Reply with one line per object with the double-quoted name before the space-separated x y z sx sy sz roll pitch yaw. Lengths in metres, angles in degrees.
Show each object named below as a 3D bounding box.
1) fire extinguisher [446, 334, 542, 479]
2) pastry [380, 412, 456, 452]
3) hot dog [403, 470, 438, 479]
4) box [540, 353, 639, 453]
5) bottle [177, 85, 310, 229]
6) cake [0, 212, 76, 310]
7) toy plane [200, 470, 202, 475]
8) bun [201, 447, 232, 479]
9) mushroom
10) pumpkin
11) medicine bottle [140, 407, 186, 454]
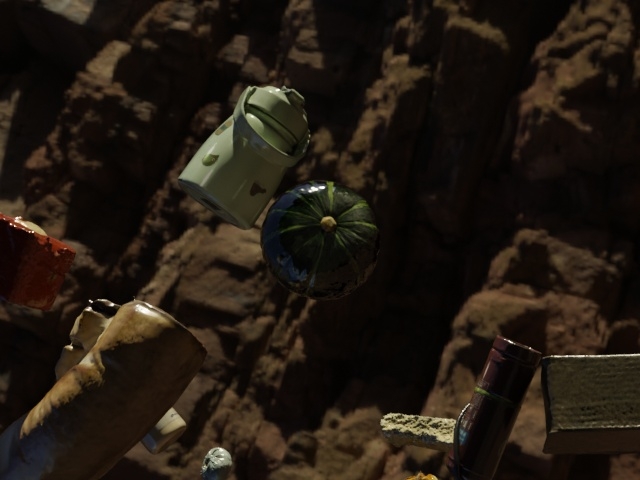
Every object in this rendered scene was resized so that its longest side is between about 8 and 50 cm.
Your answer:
"fire extinguisher" 0.324 0.359 1.716 0.141 0.105 0.341 19 -86 -66
"pastry" 0.280 0.508 2.316 0.121 0.258 0.089 30 -117 -50
"hot dog" 0.240 0.675 2.066 0.072 0.109 0.269 53 -148 -55
"box" 0.537 0.298 1.589 0.184 0.273 0.143 68 -159 -61
"bottle" -0.152 -0.216 2.077 0.351 0.229 0.229 -54 -27 -9
"cake" -0.586 0.021 1.630 0.151 0.283 0.177 -70 -20 1
"toy plane" -0.274 0.760 2.330 0.182 0.107 0.273 86 -176 -51
"bun" -0.214 0.458 1.788 0.045 0.083 0.083 30 -109 -28
"mushroom" -0.386 0.312 1.524 0.224 0.314 0.397 43 -117 -26
"pumpkin" 0.000 0.000 2.303 0.241 0.323 0.323 98 -165 -62
"medicine bottle" -0.454 0.409 2.203 0.114 0.252 0.114 -42 -13 -12
